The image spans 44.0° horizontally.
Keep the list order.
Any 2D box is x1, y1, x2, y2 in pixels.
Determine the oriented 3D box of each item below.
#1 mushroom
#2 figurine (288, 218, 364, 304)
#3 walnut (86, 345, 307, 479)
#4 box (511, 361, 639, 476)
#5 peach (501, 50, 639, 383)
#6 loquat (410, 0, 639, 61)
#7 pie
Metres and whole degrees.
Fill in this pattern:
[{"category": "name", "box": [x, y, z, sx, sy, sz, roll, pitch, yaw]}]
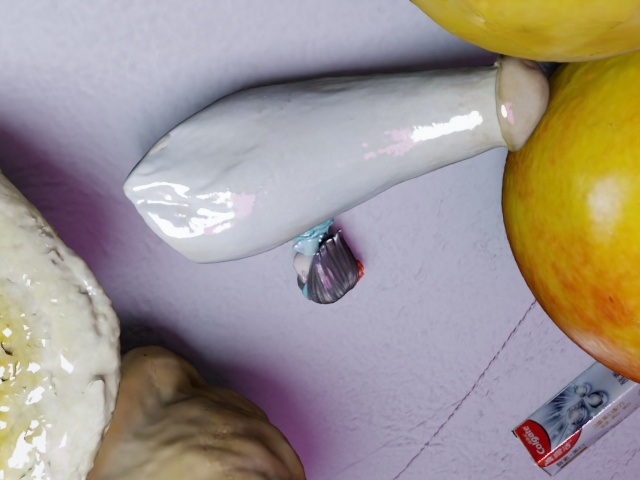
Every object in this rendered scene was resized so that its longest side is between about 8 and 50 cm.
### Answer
[{"category": "mushroom", "box": [0.011, -0.066, 0.526, 0.270, 0.118, 0.103, -20, 111, -1]}, {"category": "figurine", "box": [0.000, 0.000, 0.617, 0.060, 0.047, 0.106, -43, 126, -36]}, {"category": "walnut", "box": [-0.138, 0.219, 0.572, 0.296, 0.285, 0.285, 10, 123, 13]}, {"category": "box", "box": [0.300, 0.153, 0.814, 0.218, 0.055, 0.039, -43, 123, 9]}, {"category": "peach", "box": [0.282, -0.023, 0.532, 0.308, 0.332, 0.307, -6, 113, -15]}, {"category": "loquat", "box": [0.133, -0.207, 0.415, 0.235, 0.235, 0.235, -9, 124, -14]}, {"category": "pie", "box": [-0.275, 0.085, 0.443, 0.339, 0.339, 0.077, -43, 168, 10]}]
